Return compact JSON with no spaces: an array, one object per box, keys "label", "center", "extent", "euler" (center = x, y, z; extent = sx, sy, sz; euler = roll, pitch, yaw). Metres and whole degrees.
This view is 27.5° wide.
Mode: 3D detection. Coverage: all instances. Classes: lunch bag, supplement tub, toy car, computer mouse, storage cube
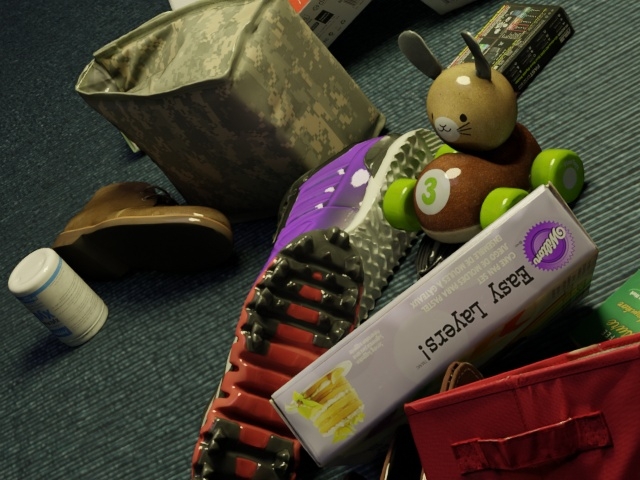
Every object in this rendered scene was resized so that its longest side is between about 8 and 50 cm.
[{"label":"lunch bag","center":[-0.112,-0.143,1.486],"extent":[0.287,0.235,0.169],"euler":[-5,50,41]},{"label":"supplement tub","center":[-0.309,0.067,1.544],"extent":[0.071,0.107,0.071],"euler":[-27,33,19]},{"label":"toy car","center":[0.132,-0.106,1.215],"extent":[0.149,0.188,0.155],"euler":[-37,29,-32]},{"label":"computer mouse","center":[0.080,0.072,1.215],"extent":[0.071,0.041,0.242],"euler":[-20,29,50]},{"label":"storage cube","center":[0.193,0.150,0.740],"extent":[0.215,0.193,0.183],"euler":[-12,-8,-42]}]

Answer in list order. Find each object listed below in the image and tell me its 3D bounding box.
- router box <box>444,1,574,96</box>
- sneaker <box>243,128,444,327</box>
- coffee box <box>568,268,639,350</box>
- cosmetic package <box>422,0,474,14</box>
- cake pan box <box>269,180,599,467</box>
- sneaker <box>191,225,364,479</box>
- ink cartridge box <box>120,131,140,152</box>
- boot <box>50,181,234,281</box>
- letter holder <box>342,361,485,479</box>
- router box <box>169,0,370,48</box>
[{"label":"router box","center":[0.204,-0.206,1.431],"extent":[0.122,0.038,0.092],"euler":[-48,33,-15]},{"label":"sneaker","center":[0.001,0.000,1.320],"extent":[0.146,0.102,0.293],"euler":[7,46,46]},{"label":"coffee box","center":[0.294,0.047,1.016],"extent":[0.184,0.040,0.113],"euler":[-42,31,-6]},{"label":"cosmetic package","center":[0.261,-0.471,1.539],"extent":[0.377,0.097,0.284],"euler":[-19,65,29]},{"label":"cake pan box","center":[0.096,0.076,1.003],"extent":[0.246,0.070,0.267],"euler":[-36,-13,1]},{"label":"sneaker","center":[-0.042,0.119,1.169],"extent":[0.135,0.097,0.276],"euler":[128,163,-76]},{"label":"ink cartridge box","center":[-0.177,-0.234,1.843],"extent":[0.235,0.056,0.171],"euler":[-26,34,7]},{"label":"boot","center":[-0.203,-0.026,1.543],"extent":[0.305,0.112,0.115],"euler":[-4,52,46]},{"label":"letter holder","center":[0.058,0.256,0.827],"extent":[0.152,0.214,0.302],"euler":[-19,37,29]},{"label":"router box","center":[-0.055,-0.371,1.665],"extent":[0.335,0.082,0.301],"euler":[-45,52,29]}]
